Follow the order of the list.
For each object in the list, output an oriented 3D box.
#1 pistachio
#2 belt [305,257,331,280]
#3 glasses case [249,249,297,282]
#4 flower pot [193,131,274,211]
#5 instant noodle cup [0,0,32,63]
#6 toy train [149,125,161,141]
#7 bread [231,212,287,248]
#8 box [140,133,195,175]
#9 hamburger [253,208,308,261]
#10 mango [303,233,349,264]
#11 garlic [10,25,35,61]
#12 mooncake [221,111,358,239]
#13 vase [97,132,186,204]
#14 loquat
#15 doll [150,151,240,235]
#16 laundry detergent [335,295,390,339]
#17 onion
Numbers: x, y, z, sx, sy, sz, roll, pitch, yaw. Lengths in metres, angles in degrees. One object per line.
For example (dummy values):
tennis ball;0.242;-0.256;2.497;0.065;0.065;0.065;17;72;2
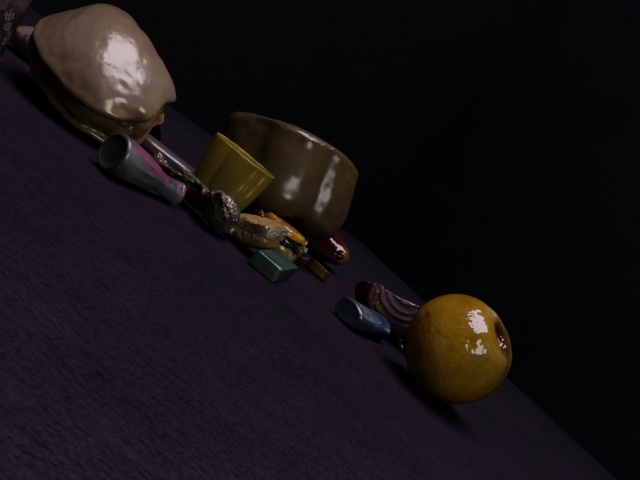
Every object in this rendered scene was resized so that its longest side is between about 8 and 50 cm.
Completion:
pistachio;-0.519;-0.398;1.675;0.365;0.281;0.446;24;31;-34
belt;-0.007;0.089;2.104;0.083;0.036;0.059;42;0;28
glasses case;-0.111;0.059;1.665;0.077;0.039;0.184;39;6;8
flower pot;-0.245;-0.153;1.796;0.195;0.179;0.195;39;5;-4
instant noodle cup;-0.757;-0.542;1.559;0.217;0.207;0.217;36;5;-4
toy train;-0.484;-0.313;1.968;0.051;0.052;0.234;33;-13;-4
bread;-0.158;-0.018;1.695;0.125;0.082;0.106;19;14;20
box;-0.440;-0.234;1.851;0.243;0.055;0.103;37;5;-2
hamburger;-0.116;-0.008;1.888;0.189;0.093;0.164;40;4;16
mango;0.000;0.000;2.454;0.267;0.111;0.133;43;23;27
garlic;-0.787;-0.534;1.914;0.266;0.148;0.129;40;41;-30
mooncake;-0.122;-0.189;2.124;0.466;0.262;0.467;23;-4;2
vase;-0.369;-0.142;1.475;0.086;0.086;0.214;42;2;34
loquat;0.320;0.263;1.683;0.274;0.275;0.275;38;6;-4
doll;-0.299;-0.113;1.666;0.285;0.091;0.203;14;-46;49
laundry detergent;0.123;0.210;1.818;0.096;0.061;0.206;40;5;40
onion;0.194;0.222;2.020;0.250;0.111;0.247;27;-15;-9
